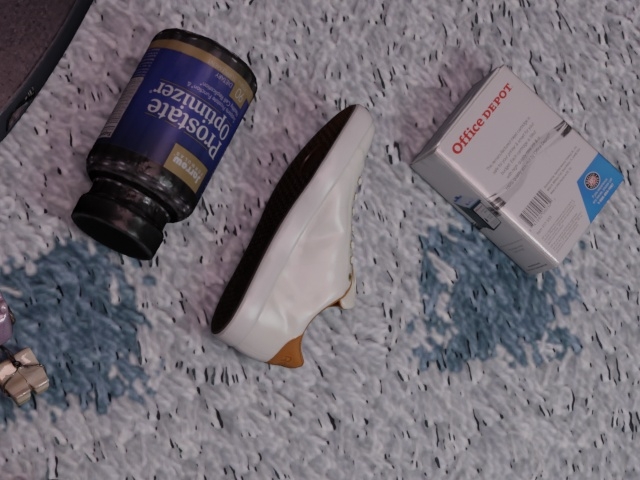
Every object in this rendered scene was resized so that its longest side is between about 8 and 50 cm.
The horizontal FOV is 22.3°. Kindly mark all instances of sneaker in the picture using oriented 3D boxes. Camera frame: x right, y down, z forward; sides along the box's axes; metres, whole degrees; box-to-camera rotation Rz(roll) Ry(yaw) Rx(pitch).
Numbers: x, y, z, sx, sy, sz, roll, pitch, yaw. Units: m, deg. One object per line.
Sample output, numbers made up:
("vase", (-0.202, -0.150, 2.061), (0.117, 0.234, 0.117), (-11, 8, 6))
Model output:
("sneaker", (0.000, 0.000, 1.715), (0.123, 0.106, 0.290), (31, 82, -18))

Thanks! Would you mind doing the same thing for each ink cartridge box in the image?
("ink cartridge box", (0.218, -0.077, 1.803), (0.190, 0.082, 0.139), (42, 70, -6))

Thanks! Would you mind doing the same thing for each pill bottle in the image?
("pill bottle", (-0.163, -0.096, 1.658), (0.123, 0.123, 0.219), (30, 73, -11))

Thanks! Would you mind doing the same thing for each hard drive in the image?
("hard drive", (-0.332, -0.246, 1.664), (0.172, 0.054, 0.255), (31, 72, -11))

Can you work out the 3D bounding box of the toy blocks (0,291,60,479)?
("toy blocks", (-0.358, 0.198, 1.468), (0.309, 0.260, 0.289), (-29, 90, -21))
